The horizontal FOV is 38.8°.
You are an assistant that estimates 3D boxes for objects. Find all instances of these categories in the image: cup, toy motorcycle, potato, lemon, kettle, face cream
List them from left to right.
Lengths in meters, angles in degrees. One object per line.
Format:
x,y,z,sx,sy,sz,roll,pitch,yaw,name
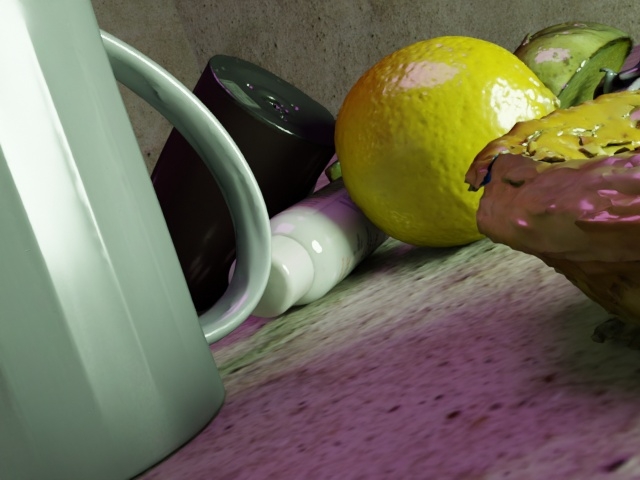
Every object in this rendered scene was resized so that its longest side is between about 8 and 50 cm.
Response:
-0.188,-0.028,0.577,0.323,0.327,0.237,-23,9,-34,cup
-0.087,-0.045,0.899,0.202,0.144,0.232,-6,-44,-58,kettle
0.000,0.000,0.813,0.082,0.082,0.269,-16,10,26,face cream
0.109,-0.084,0.774,0.203,0.178,0.178,-17,8,32,lemon
0.289,-0.208,1.130,0.271,0.111,0.160,-26,-32,-52,potato
0.357,-0.161,1.013,0.122,0.082,0.213,-14,9,28,toy motorcycle

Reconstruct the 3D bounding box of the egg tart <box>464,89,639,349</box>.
0.199,-0.022,0.431,0.291,0.107,0.291,-15,10,3,egg tart

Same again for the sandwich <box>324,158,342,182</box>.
0.144,-0.167,1.290,0.301,0.162,0.250,-18,12,30,sandwich
